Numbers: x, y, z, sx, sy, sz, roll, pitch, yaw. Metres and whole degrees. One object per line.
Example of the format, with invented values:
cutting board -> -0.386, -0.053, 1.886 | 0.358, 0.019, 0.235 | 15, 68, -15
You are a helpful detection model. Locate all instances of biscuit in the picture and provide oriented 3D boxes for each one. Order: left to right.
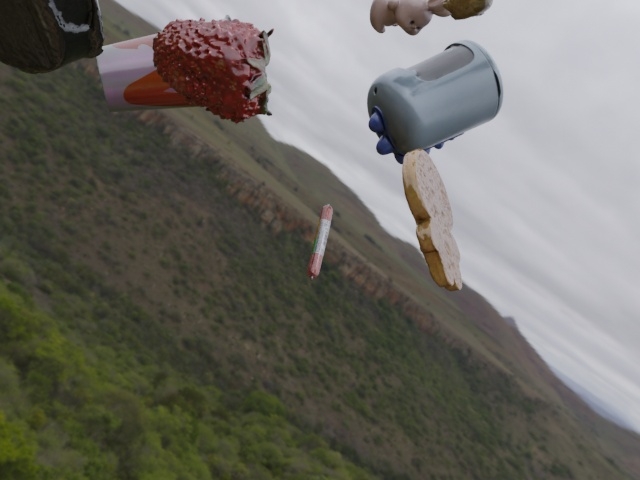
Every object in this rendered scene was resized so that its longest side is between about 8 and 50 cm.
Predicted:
biscuit -> 0.217, -0.042, 1.212 | 0.202, 0.044, 0.288 | 13, 64, -61

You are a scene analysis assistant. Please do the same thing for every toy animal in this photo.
toy animal -> 0.223, -0.546, 1.491 | 0.213, 0.124, 0.124 | 22, -6, 37

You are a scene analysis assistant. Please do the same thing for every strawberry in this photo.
strawberry -> -0.178, -0.270, 0.983 | 0.208, 0.167, 0.087 | 2, 9, 6

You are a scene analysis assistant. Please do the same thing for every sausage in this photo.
sausage -> 0.000, 0.000, 1.480 | 0.030, 0.223, 0.029 | 9, -34, 6

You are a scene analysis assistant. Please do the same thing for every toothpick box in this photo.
toothpick box -> 0.286, -0.359, 1.677 | 0.263, 0.355, 0.263 | 56, -18, 28

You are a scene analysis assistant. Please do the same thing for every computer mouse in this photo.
computer mouse -> -0.338, -0.271, 0.611 | 0.296, 0.087, 0.168 | 21, -34, 11

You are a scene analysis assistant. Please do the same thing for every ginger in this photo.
ginger -> 0.341, -0.539, 1.330 | 0.096, 0.165, 0.067 | 21, 38, -26

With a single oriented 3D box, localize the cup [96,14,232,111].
cup -> -0.319, -0.362, 1.332 | 0.203, 0.289, 0.202 | 168, -90, -76
